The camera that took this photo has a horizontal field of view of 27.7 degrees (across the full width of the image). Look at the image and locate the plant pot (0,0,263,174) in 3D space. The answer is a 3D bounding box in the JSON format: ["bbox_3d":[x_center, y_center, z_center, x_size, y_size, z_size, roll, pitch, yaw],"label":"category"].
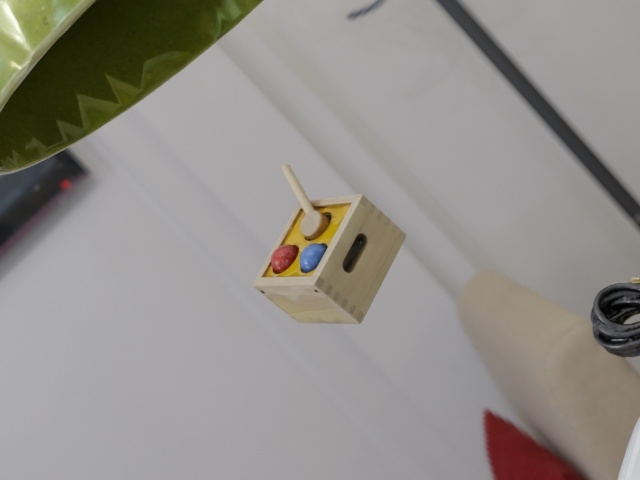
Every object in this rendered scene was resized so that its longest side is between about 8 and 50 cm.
[{"bbox_3d":[-0.154,-0.231,0.640,0.275,0.293,0.275,-40,0,0],"label":"plant pot"}]

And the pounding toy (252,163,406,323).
[{"bbox_3d":[0.000,0.000,1.329,0.130,0.100,0.141,-4,52,53],"label":"pounding toy"}]

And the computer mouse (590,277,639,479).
[{"bbox_3d":[0.158,0.104,0.544,0.106,0.042,0.192,-1,80,38],"label":"computer mouse"}]
